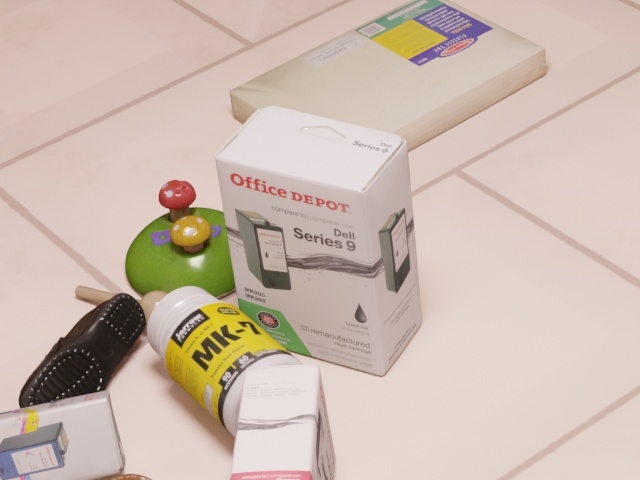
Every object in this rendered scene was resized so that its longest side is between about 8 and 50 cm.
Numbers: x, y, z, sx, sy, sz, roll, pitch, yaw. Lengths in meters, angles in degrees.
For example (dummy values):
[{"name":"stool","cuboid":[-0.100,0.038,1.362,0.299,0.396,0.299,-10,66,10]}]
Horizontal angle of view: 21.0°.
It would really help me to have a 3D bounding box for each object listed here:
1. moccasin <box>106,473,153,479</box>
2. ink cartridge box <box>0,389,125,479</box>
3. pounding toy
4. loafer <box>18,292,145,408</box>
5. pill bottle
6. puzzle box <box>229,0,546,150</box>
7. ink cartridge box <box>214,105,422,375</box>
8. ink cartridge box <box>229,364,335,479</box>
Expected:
[{"name":"moccasin","cuboid":[-0.147,0.364,1.786,0.139,0.147,0.380,-18,38,-13]},{"name":"ink cartridge box","cuboid":[-0.335,0.239,1.979,0.213,0.093,0.154,-10,0,-6]},{"name":"pounding toy","cuboid":[-0.197,0.003,2.301,0.183,0.110,0.237,23,47,35]},{"name":"loafer","cuboid":[-0.303,0.156,2.163,0.078,0.080,0.220,-18,22,48]},{"name":"pill bottle","cuboid":[-0.116,0.146,2.093,0.119,0.119,0.208,-28,41,-25]},{"name":"puzzle box","cuboid":[0.105,-0.237,2.611,0.409,0.052,0.272,-29,42,-26]},{"name":"ink cartridge box","cuboid":[0.000,0.000,2.121,0.211,0.289,0.121,14,42,26]},{"name":"ink cartridge box","cuboid":[-0.039,0.263,1.890,0.092,0.158,0.218,-5,37,6]}]
